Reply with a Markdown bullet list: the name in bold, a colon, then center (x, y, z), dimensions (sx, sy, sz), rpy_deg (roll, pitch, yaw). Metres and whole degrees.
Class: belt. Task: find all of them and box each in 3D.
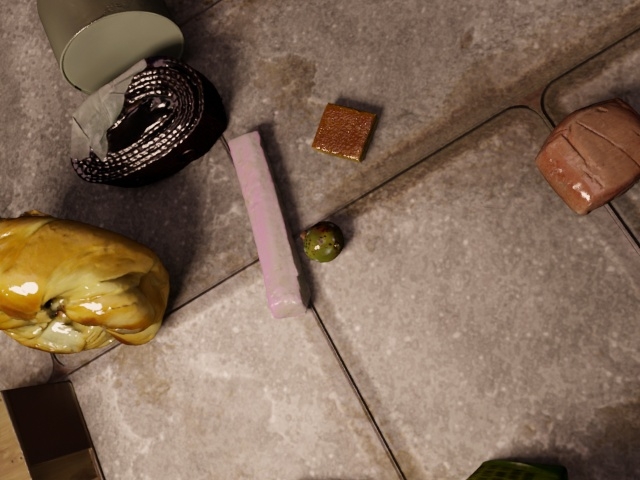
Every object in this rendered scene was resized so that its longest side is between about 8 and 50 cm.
- **belt**: center (-0.323, -0.209, 1.056), dimensions (0.289, 0.164, 0.184), rpy_deg (-32, 84, 8)

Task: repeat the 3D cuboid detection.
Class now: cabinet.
- **cabinet**: center (-0.517, 0.383, 1.012), dimensions (0.148, 0.175, 0.215), rpy_deg (-29, 76, 9)

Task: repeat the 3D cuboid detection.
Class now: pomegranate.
- **pomegranate**: center (0.002, -0.003, 0.992), dimensions (0.073, 0.073, 0.084), rpy_deg (-38, 50, 6)

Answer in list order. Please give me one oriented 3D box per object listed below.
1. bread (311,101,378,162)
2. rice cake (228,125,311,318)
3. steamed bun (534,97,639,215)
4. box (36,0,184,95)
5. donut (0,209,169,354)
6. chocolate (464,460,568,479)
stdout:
- **bread**: center (0.044, -0.190, 1.023), dimensions (0.095, 0.035, 0.090), rpy_deg (18, 86, 17)
- **rice cake**: center (-0.092, -0.040, 1.026), dimensions (0.073, 0.056, 0.364), rpy_deg (-17, 78, 10)
- **steamed bun**: center (0.420, -0.129, 0.884), dimensions (0.175, 0.106, 0.144), rpy_deg (-34, 69, -6)
- **box**: center (-0.385, -0.394, 1.065), dimensions (0.226, 0.226, 0.149), rpy_deg (-28, 76, 9)
- **donut**: center (-0.428, 0.085, 0.960), dimensions (0.361, 0.360, 0.169), rpy_deg (-1, 66, 15)
- **chocolate**: center (0.238, 0.455, 0.752), dimensions (0.137, 0.289, 0.300), rpy_deg (4, 83, 26)
